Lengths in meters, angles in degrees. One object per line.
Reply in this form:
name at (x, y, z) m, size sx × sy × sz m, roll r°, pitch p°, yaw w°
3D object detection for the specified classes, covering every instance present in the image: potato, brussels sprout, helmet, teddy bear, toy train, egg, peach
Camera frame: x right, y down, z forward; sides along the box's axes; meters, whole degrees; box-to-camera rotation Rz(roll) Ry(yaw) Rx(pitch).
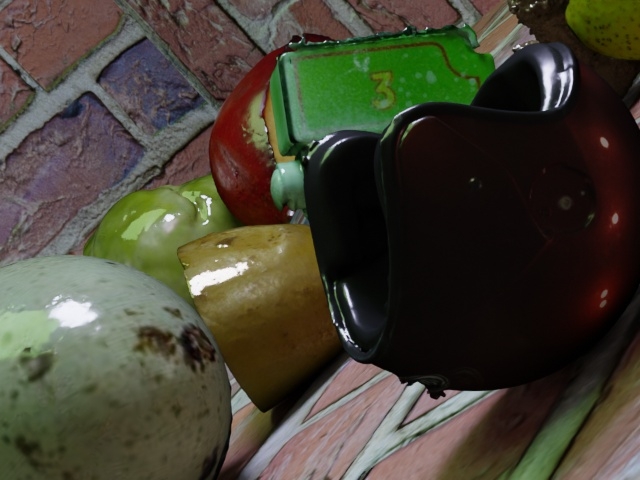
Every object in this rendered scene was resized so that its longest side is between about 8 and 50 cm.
potato at (-0.032, 0.051, 1.589) m, size 0.158 × 0.178 × 0.203 m, roll -27°, pitch -7°, yaw -3°
brussels sprout at (-0.201, 0.041, 2.359) m, size 0.316 × 0.242 × 0.274 m, roll -47°, pitch -5°, yaw 37°
helmet at (0.092, -0.012, 0.968) m, size 0.216 × 0.193 × 0.189 m, roll -55°, pitch 10°, yaw -10°
teddy bear at (0.229, -0.170, 1.531) m, size 0.182 × 0.129 × 0.251 m, roll -42°, pitch -23°, yaw -21°
toy train at (0.067, -0.105, 1.632) m, size 0.243 × 0.188 × 0.132 m, roll -6°, pitch -4°, yaw -8°
egg at (-0.224, 0.155, 1.469) m, size 0.379 × 0.287 × 0.287 m, roll -13°, pitch 27°, yaw 51°
peach at (-0.026, -0.102, 2.228) m, size 0.201 × 0.258 × 0.361 m, roll -39°, pitch 20°, yaw 39°

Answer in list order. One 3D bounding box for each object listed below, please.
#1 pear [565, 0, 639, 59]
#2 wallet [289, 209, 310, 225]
pear at (0.291, -0.239, 1.370) m, size 0.220 × 0.187 × 0.187 m, roll -39°, pitch 6°, yaw 9°
wallet at (0.000, 0.000, 1.881) m, size 0.252 × 0.083 × 0.360 m, roll -59°, pitch 7°, yaw 1°
